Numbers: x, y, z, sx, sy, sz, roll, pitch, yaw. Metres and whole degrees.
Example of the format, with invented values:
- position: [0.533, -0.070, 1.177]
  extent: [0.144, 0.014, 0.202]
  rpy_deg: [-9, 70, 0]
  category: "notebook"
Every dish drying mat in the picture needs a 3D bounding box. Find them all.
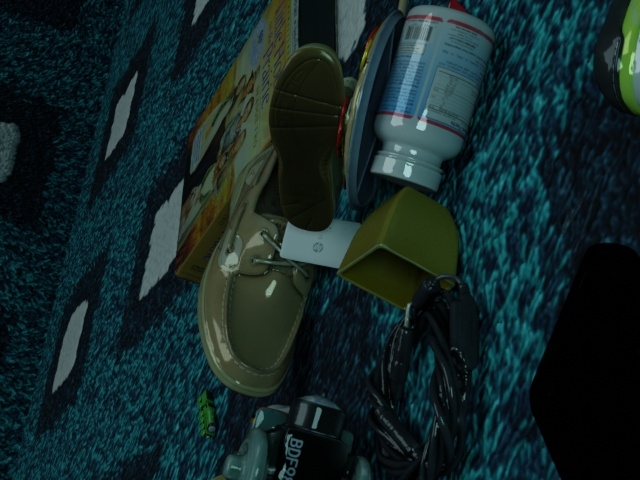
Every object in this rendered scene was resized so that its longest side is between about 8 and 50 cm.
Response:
- position: [0.140, -0.218, 1.033]
  extent: [0.032, 0.008, 0.083]
  rpy_deg: [-60, 24, 24]
  category: "dish drying mat"

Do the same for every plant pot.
- position: [0.076, 0.001, 0.920]
  extent: [0.081, 0.081, 0.083]
  rpy_deg: [-37, 30, 55]
  category: "plant pot"

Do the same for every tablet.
- position: [0.000, 0.000, 1.113]
  extent: [0.006, 0.083, 0.054]
  rpy_deg: [49, -127, -68]
  category: "tablet"

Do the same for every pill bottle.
- position: [0.101, -0.130, 0.950]
  extent: [0.087, 0.087, 0.160]
  rpy_deg: [15, 87, 68]
  category: "pill bottle"

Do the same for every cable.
- position: [0.078, 0.126, 0.853]
  extent: [0.150, 0.047, 0.185]
  rpy_deg: [-44, 35, 50]
  category: "cable"

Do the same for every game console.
- position: [0.206, 0.017, 0.536]
  extent: [0.213, 0.043, 0.362]
  rpy_deg: [-103, 24, -58]
  category: "game console"

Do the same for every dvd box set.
- position: [-0.101, -0.169, 1.499]
  extent: [0.420, 0.062, 0.308]
  rpy_deg: [-49, 31, 44]
  category: "dvd box set"

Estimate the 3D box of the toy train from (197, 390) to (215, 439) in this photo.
- position: [-0.150, 0.232, 1.359]
  extent: [0.024, 0.017, 0.083]
  rpy_deg: [-52, 27, 19]
  category: "toy train"

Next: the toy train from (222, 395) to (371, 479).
- position: [-0.054, 0.303, 0.925]
  extent: [0.190, 0.142, 0.334]
  rpy_deg: [155, 131, -74]
  category: "toy train"

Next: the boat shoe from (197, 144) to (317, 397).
- position: [-0.060, 0.013, 1.175]
  extent: [0.110, 0.121, 0.341]
  rpy_deg: [-47, 31, 48]
  category: "boat shoe"

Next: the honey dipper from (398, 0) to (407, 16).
- position: [0.088, -0.235, 1.146]
  extent: [0.030, 0.030, 0.161]
  rpy_deg: [-35, 39, 56]
  category: "honey dipper"

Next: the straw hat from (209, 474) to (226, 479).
- position: [-0.106, 0.302, 1.129]
  extent: [0.061, 0.144, 0.144]
  rpy_deg: [63, 151, 0]
  category: "straw hat"

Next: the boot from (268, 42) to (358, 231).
- position: [0.008, -0.138, 1.080]
  extent: [0.165, 0.077, 0.213]
  rpy_deg: [-64, -19, -48]
  category: "boot"

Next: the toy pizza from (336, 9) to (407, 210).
- position: [0.049, -0.130, 1.012]
  extent: [0.201, 0.032, 0.201]
  rpy_deg: [14, -90, -78]
  category: "toy pizza"

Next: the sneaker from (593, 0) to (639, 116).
- position: [0.260, -0.180, 0.657]
  extent: [0.097, 0.084, 0.235]
  rpy_deg: [18, 91, 44]
  category: "sneaker"
